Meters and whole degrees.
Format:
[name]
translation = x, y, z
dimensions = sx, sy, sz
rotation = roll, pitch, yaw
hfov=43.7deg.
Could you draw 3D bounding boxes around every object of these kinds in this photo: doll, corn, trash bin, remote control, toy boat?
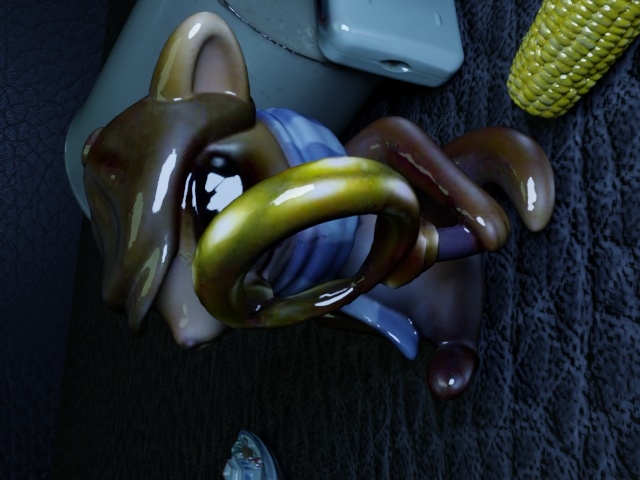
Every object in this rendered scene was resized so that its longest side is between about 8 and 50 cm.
[doll]
translation = 0.001, 0.004, 0.572
dimensions = 0.318, 0.340, 0.209
rotation = -29, 53, 46
[corn]
translation = 0.183, -0.164, 0.499
dimensions = 0.206, 0.067, 0.067
rotation = 118, 148, -43
[trash bin]
translation = -0.110, -0.156, 0.894
dimensions = 0.432, 0.280, 0.280
rotation = -45, 44, 48
[remote control]
translation = 0.048, -0.281, 0.733
dimensions = 0.056, 0.140, 0.296
rotation = -40, 49, 51
[toy boat]
translation = -0.086, 0.277, 0.967
dimensions = 0.140, 0.066, 0.059
rotation = 37, 114, 61
